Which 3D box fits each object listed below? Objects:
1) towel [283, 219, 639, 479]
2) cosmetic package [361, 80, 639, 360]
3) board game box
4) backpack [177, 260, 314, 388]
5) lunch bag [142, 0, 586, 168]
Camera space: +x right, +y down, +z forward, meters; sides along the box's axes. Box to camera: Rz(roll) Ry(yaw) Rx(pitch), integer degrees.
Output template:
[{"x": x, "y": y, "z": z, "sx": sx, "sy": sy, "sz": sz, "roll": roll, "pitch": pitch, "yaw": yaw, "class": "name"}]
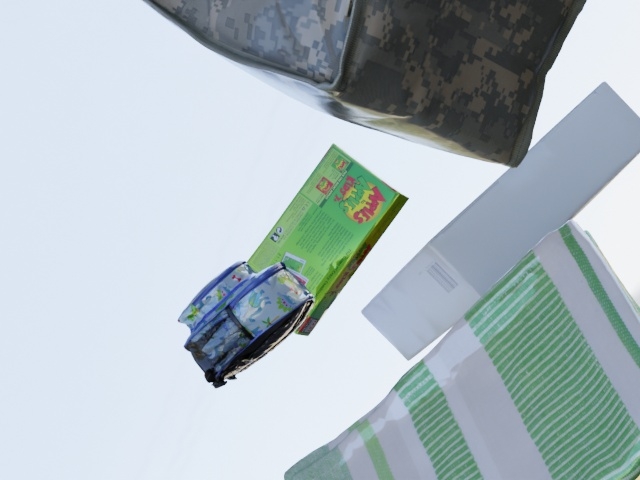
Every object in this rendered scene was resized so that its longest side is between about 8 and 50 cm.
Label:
[{"x": 0.120, "y": 0.156, "z": 1.376, "sx": 0.325, "sy": 0.038, "sz": 0.248, "roll": -43, "pitch": 36, "yaw": 13, "class": "towel"}, {"x": 0.210, "y": -0.013, "z": 2.123, "sx": 0.284, "sy": 0.097, "sz": 0.377, "roll": -44, "pitch": -3, "yaw": -16, "class": "cosmetic package"}, {"x": 0.000, "y": 0.000, "z": 1.887, "sx": 0.181, "sy": 0.092, "sz": 0.043, "roll": -54, "pitch": -17, "yaw": 5, "class": "board game box"}, {"x": -0.069, "y": 0.065, "z": 1.636, "sx": 0.114, "sy": 0.084, "sz": 0.105, "roll": -39, "pitch": -4, "yaw": 7, "class": "backpack"}, {"x": 0.002, "y": -0.180, "z": 1.283, "sx": 0.235, "sy": 0.287, "sz": 0.169, "roll": 17, "pitch": -85, "yaw": -50, "class": "lunch bag"}]
